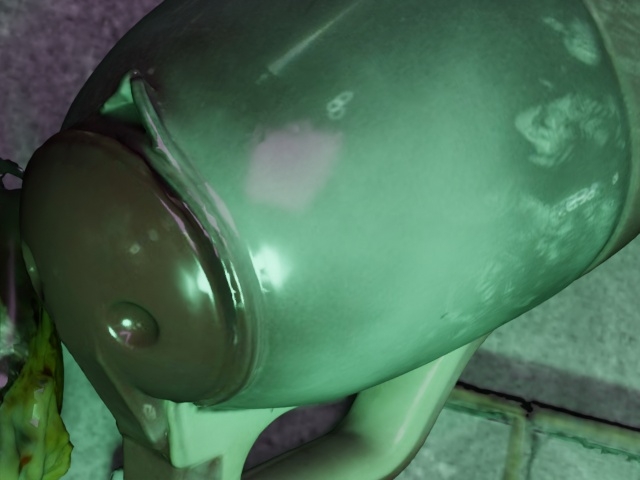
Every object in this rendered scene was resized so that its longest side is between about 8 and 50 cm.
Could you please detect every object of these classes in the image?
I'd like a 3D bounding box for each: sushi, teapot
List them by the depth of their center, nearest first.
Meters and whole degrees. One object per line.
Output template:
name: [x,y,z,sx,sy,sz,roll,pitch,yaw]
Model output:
sushi: [-0.194,0.109,0.942,0.131,0.139,0.291,11,70,8]
teapot: [0.000,0.000,0.953,0.312,0.233,0.315,-31,129,-36]

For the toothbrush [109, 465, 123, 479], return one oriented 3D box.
toothbrush: [-0.112,0.256,0.966,0.026,0.024,0.288,4,74,-1]
